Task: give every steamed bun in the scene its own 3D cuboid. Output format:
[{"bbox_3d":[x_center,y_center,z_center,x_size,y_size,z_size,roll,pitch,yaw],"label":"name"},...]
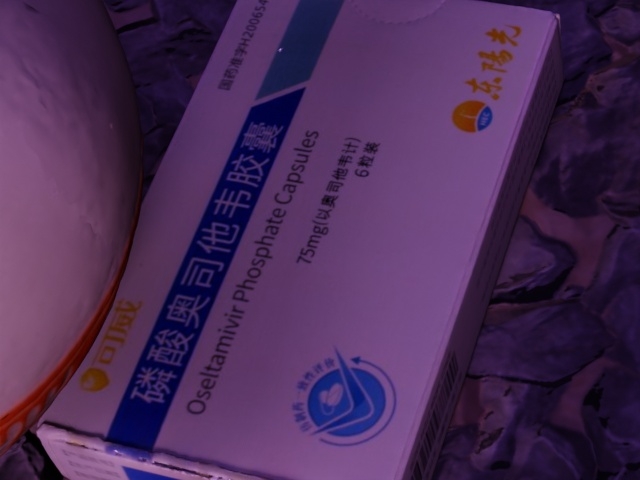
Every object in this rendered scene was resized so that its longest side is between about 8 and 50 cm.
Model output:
[{"bbox_3d":[-0.232,-0.003,0.920,0.374,0.241,0.374,-42,27,27],"label":"steamed bun"}]

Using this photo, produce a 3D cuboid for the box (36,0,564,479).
[{"bbox_3d":[0.000,0.000,1.013,0.200,0.065,0.343,11,58,17],"label":"box"}]
